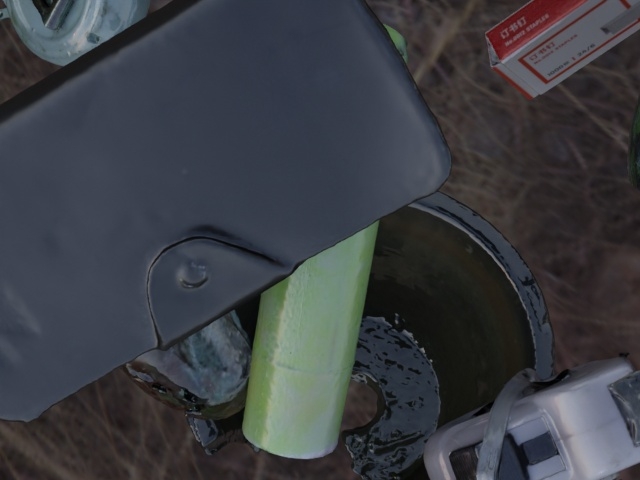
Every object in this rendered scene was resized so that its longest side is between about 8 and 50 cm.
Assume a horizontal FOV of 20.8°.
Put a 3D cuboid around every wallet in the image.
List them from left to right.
[{"bbox_3d":[-0.112,-0.029,1.108,0.377,0.051,0.197,-29,110,12],"label":"wallet"}]

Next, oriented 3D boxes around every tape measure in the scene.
[{"bbox_3d":[-0.263,-0.174,1.617,0.084,0.164,0.330,-6,136,-45],"label":"tape measure"},{"bbox_3d":[0.188,0.173,1.512,0.197,0.236,0.120,-24,86,-2],"label":"tape measure"}]

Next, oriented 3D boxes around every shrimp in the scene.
[{"bbox_3d":[-0.149,-0.017,1.278,0.172,0.137,0.372,-48,129,-26],"label":"shrimp"}]

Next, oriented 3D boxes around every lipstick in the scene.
[{"bbox_3d":[0.000,0.000,1.188,0.076,0.076,0.304,4,112,-16],"label":"lipstick"}]

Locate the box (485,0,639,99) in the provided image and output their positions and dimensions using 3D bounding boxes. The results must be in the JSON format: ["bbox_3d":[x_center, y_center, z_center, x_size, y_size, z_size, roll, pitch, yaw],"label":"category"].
[{"bbox_3d":[0.301,-0.255,1.977,0.229,0.050,0.123,-34,149,17],"label":"box"}]

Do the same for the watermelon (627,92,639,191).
[{"bbox_3d":[0.406,-0.144,1.859,0.202,0.136,0.207,0,121,-36],"label":"watermelon"}]

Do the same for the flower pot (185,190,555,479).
[{"bbox_3d":[0.047,0.137,1.826,0.379,0.251,0.379,0,73,0],"label":"flower pot"}]
